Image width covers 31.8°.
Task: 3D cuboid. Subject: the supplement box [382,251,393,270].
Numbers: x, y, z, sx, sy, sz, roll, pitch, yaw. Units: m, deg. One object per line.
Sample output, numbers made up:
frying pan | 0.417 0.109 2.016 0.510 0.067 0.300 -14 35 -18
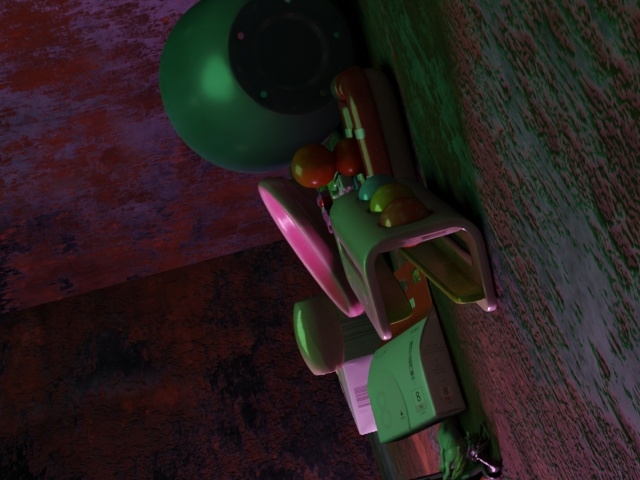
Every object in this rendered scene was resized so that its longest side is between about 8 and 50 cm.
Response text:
supplement box | 0.088 0.025 1.983 0.083 0.056 0.083 96 158 -79

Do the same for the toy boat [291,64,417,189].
toy boat | 0.036 -0.105 1.468 0.151 0.151 0.231 -133 28 -83

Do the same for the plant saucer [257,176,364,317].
plant saucer | 0.000 0.000 2.246 0.332 0.084 0.332 54 173 10

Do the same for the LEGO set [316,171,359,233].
LEGO set | 0.060 -0.069 1.846 0.227 0.087 0.093 112 140 -74

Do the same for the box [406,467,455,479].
box | 0.053 0.458 1.634 0.318 0.395 0.097 -151 48 -84

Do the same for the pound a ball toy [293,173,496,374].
pound a ball toy | 0.055 0.016 1.231 0.319 0.208 0.135 -117 12 -77

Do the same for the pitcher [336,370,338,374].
pitcher | 0.105 0.240 2.278 0.207 0.125 0.177 -124 37 -46

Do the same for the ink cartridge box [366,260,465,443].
ink cartridge box | 0.115 0.161 1.629 0.189 0.066 0.232 -46 60 60

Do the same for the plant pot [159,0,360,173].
plant pot | -0.074 -0.256 1.651 0.235 0.293 0.293 170 85 -73

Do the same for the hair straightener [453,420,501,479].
hair straightener | 0.197 0.292 1.469 0.230 0.047 0.089 83 171 -64

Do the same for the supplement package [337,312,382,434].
supplement package | 0.100 0.224 1.991 0.244 0.134 0.139 -121 16 -77

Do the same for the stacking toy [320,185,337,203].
stacking toy | -0.003 -0.207 2.537 0.167 0.052 0.221 -108 2 -61

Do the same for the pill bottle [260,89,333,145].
pill bottle | -0.049 -0.252 2.228 0.264 0.146 0.146 -116 12 -73

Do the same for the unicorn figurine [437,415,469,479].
unicorn figurine | 0.187 0.296 1.649 0.162 0.060 0.111 -144 47 -62
